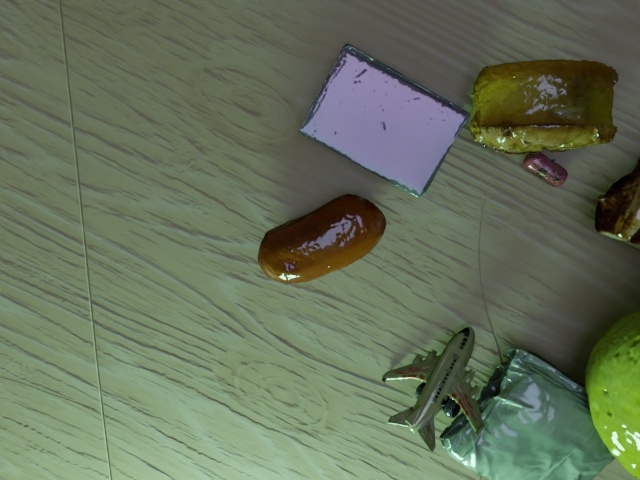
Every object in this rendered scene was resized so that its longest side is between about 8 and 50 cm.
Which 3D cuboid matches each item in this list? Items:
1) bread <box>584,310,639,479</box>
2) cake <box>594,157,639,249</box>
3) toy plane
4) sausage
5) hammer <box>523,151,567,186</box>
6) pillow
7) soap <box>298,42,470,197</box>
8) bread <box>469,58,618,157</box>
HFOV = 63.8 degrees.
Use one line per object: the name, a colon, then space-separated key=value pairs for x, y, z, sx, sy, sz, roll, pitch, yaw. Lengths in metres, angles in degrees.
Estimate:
bread: x=0.637 y=0.245 z=0.815 sx=0.348 sy=0.308 sz=0.348 roll=-3 pitch=67 yaw=8
cake: x=0.629 y=-0.052 z=0.886 sx=0.293 sy=0.196 sz=0.198 roll=23 pitch=100 yaw=4
toy plane: x=0.238 y=0.278 z=1.008 sx=0.244 sy=0.229 sz=0.092 roll=-51 pitch=132 yaw=-17
sausage: x=0.001 y=0.002 z=0.978 sx=0.258 sy=0.133 sz=0.133 roll=-25 pitch=98 yaw=8
hammer: x=0.420 y=-0.134 z=0.958 sx=0.083 sy=0.043 sz=0.043 roll=34 pitch=102 yaw=-2
pillow: x=0.421 y=0.381 z=1.010 sx=0.310 sy=0.138 sz=0.283 roll=31 pitch=102 yaw=-5
soap: x=0.115 y=-0.216 z=0.947 sx=0.259 sy=0.081 sz=0.181 roll=28 pitch=101 yaw=-2
bread: x=0.396 y=-0.226 z=0.864 sx=0.260 sy=0.147 sz=0.160 roll=3 pitch=93 yaw=-10
